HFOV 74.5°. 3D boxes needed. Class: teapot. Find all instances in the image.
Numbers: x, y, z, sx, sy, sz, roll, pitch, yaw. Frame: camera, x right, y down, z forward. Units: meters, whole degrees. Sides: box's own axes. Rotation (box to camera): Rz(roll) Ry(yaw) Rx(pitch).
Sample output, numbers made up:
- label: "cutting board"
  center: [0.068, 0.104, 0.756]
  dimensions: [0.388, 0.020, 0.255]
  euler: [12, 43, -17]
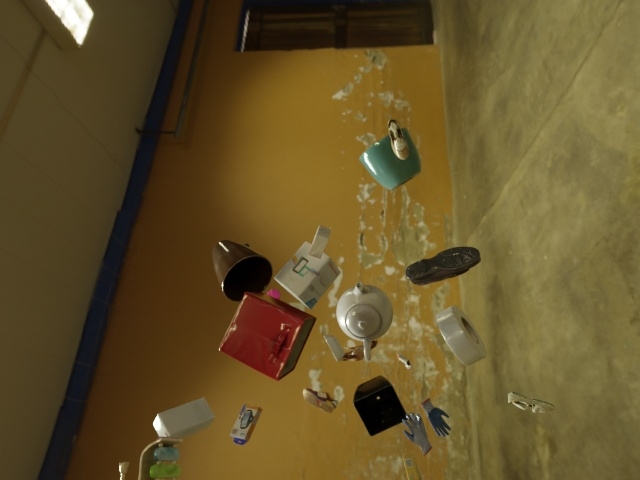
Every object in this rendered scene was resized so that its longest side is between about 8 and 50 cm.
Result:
- label: "teapot"
  center: [0.177, 0.313, 1.701]
  dimensions: [0.252, 0.256, 0.187]
  euler: [-51, 2, 15]

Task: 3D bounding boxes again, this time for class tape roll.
- label: "tape roll"
  center: [0.689, 0.459, 2.056]
  dimensions: [0.286, 0.100, 0.286]
  euler: [43, -157, -23]

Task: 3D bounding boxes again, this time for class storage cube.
- label: "storage cube"
  center: [-0.146, 0.270, 1.234]
  dimensions: [0.183, 0.193, 0.215]
  euler: [-66, -13, -3]

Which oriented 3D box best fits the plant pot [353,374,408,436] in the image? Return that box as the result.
- label: "plant pot"
  center: [0.257, 0.720, 1.892]
  dimensions: [0.187, 0.188, 0.167]
  euler: [63, -178, -10]

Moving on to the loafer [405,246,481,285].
- label: "loafer"
  center: [0.497, 0.109, 1.691]
  dimensions: [0.095, 0.303, 0.109]
  euler: [48, -146, -37]

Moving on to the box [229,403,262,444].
- label: "box"
  center: [-0.275, 0.671, 1.538]
  dimensions: [0.028, 0.081, 0.136]
  euler: [55, -136, -31]

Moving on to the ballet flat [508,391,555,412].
- label: "ballet flat"
  center: [0.838, 0.658, 1.680]
  dimensions: [0.052, 0.169, 0.057]
  euler: [-59, -36, -32]

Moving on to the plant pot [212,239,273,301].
- label: "plant pot"
  center: [-0.344, 0.098, 1.713]
  dimensions: [0.230, 0.216, 0.215]
  euler: [39, 144, 42]

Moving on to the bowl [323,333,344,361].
- label: "bowl"
  center: [0.072, 0.537, 2.142]
  dimensions: [0.142, 0.053, 0.142]
  euler: [60, 173, 5]

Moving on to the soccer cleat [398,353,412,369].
- label: "soccer cleat"
  center: [0.370, 0.524, 1.834]
  dimensions: [0.083, 0.029, 0.035]
  euler: [54, 138, 37]

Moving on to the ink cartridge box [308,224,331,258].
- label: "ink cartridge box"
  center: [0.000, 0.000, 2.096]
  dimensions: [0.198, 0.067, 0.115]
  euler: [-72, 3, -71]

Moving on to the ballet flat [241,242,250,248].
- label: "ballet flat"
  center: [-0.387, 0.103, 2.053]
  dimensions: [0.074, 0.074, 0.203]
  euler: [-75, -2, -67]

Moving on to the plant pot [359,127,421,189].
- label: "plant pot"
  center: [0.388, -0.407, 2.203]
  dimensions: [0.235, 0.293, 0.293]
  euler: [58, -175, 3]

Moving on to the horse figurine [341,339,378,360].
- label: "horse figurine"
  center: [0.193, 0.609, 2.302]
  dimensions: [0.263, 0.175, 0.065]
  euler: [-8, -90, -60]

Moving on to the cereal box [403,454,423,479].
- label: "cereal box"
  center: [0.379, 0.958, 1.591]
  dimensions: [0.173, 0.048, 0.240]
  euler: [-99, -13, -58]

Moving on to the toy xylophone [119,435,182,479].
- label: "toy xylophone"
  center: [-0.524, 0.794, 1.320]
  dimensions: [0.236, 0.081, 0.322]
  euler: [42, -146, -62]

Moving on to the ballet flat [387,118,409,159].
- label: "ballet flat"
  center: [0.352, -0.471, 1.942]
  dimensions: [0.067, 0.073, 0.206]
  euler: [26, -137, -68]

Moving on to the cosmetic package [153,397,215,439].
- label: "cosmetic package"
  center: [-0.594, 0.789, 1.844]
  dimensions: [0.231, 0.117, 0.085]
  euler: [-1, -51, -49]

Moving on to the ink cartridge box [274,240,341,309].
- label: "ink cartridge box"
  center: [-0.065, 0.187, 2.279]
  dimensions: [0.270, 0.197, 0.198]
  euler: [-49, -34, -11]

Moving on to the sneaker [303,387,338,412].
- label: "sneaker"
  center: [-0.001, 0.801, 2.142]
  dimensions: [0.084, 0.186, 0.069]
  euler: [-28, -41, -56]

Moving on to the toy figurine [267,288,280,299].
- label: "toy figurine"
  center: [-0.262, 0.349, 2.433]
  dimensions: [0.173, 0.130, 0.159]
  euler: [-105, 10, -69]

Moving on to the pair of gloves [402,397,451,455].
- label: "pair of gloves"
  center: [0.412, 0.711, 1.621]
  dimensions: [0.159, 0.198, 0.023]
  euler: [58, 153, 7]
